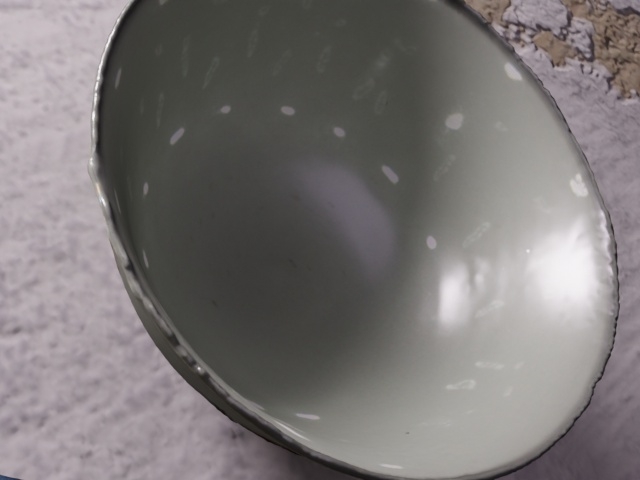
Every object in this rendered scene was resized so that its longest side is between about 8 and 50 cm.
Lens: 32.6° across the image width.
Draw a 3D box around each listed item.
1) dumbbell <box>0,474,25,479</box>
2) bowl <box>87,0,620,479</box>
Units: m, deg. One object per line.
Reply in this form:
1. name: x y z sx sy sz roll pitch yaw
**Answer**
1. dumbbell: -0.129 0.259 0.428 0.144 0.160 0.325 -23 75 -9
2. bowl: 0.000 0.000 0.654 0.337 0.157 0.337 15 57 -25
